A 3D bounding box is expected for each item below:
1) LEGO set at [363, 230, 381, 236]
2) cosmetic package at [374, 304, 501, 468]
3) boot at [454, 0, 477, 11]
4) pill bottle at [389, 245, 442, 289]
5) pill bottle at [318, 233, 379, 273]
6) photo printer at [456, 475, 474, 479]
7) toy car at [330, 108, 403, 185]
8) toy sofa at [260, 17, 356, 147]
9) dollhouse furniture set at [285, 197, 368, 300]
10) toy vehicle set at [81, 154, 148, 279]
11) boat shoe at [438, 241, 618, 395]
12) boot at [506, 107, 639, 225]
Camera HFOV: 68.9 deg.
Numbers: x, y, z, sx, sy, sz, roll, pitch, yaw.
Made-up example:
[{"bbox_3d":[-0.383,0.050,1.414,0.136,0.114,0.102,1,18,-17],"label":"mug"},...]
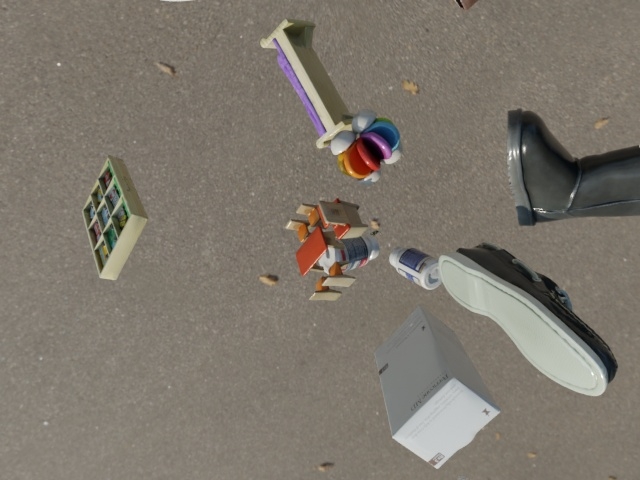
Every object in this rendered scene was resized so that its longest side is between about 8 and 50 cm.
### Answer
[{"bbox_3d":[0.175,-0.022,1.623,0.083,0.023,0.054,-1,149,-41],"label":"LEGO set"},{"bbox_3d":[0.282,0.359,1.220,0.156,0.385,0.217,38,102,-9],"label":"cosmetic package"},{"bbox_3d":[0.237,-0.334,0.520,0.207,0.090,0.248,-43,117,13],"label":"boot"},{"bbox_3d":[0.206,0.054,1.009,0.067,0.120,0.067,-12,115,-29],"label":"pill bottle"},{"bbox_3d":[0.091,0.036,1.441,0.180,0.108,0.108,-13,133,-36],"label":"pill bottle"},{"bbox_3d":[0.362,0.744,1.095,0.256,0.307,0.107,31,151,27],"label":"photo printer"},{"bbox_3d":[0.128,-0.233,1.180,0.182,0.136,0.159,-45,110,0],"label":"toy car"},{"bbox_3d":[-0.033,-0.452,1.391,0.177,0.150,0.362,-29,89,39],"label":"toy sofa"},{"bbox_3d":[0.000,0.000,1.290,0.135,0.262,0.259,3,142,-34],"label":"dollhouse furniture set"},{"bbox_3d":[-0.465,-0.058,1.042,0.035,0.267,0.166,17,113,-43],"label":"toy vehicle set"},{"bbox_3d":[0.282,0.082,0.638,0.091,0.302,0.114,-22,124,-12],"label":"boat shoe"},{"bbox_3d":[0.626,-0.164,0.941,0.445,0.146,0.367,-2,154,29],"label":"boot"}]
